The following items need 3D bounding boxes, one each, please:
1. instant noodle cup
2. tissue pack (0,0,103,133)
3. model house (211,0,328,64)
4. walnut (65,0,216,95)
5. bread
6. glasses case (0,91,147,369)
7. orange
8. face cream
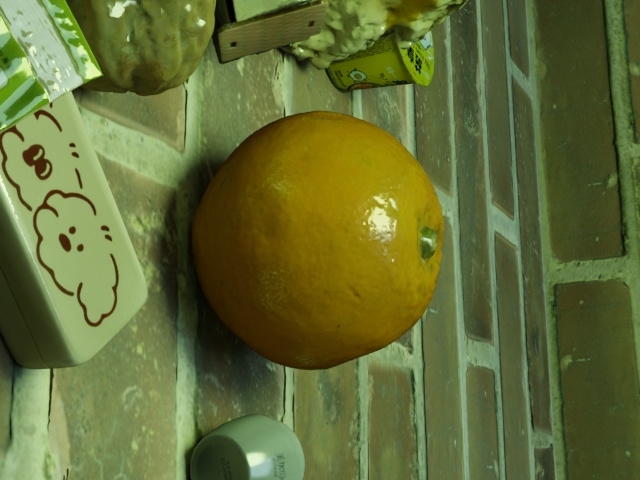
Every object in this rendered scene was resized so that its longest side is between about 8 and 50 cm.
[{"bbox_3d":[0.090,-0.328,1.617,0.182,0.144,0.182,30,56,-58],"label":"instant noodle cup"},{"bbox_3d":[-0.304,-0.185,0.639,0.167,0.200,0.275,-41,113,-34],"label":"tissue pack"},{"bbox_3d":[-0.101,-0.335,1.152,0.326,0.169,0.244,-118,-170,-57],"label":"model house"},{"bbox_3d":[-0.198,-0.256,0.954,0.198,0.198,0.245,-59,154,-52],"label":"walnut"},{"bbox_3d":[0.028,-0.477,1.377,0.250,0.361,0.394,-6,78,-33],"label":"bread"},{"bbox_3d":[-0.270,-0.056,0.889,0.144,0.076,0.336,-53,130,-55],"label":"glasses case"},{"bbox_3d":[0.000,0.000,1.183,0.312,0.312,0.312,26,60,-60],"label":"orange"},{"bbox_3d":[-0.084,0.262,1.141,0.104,0.117,0.117,4,80,-55],"label":"face cream"}]
